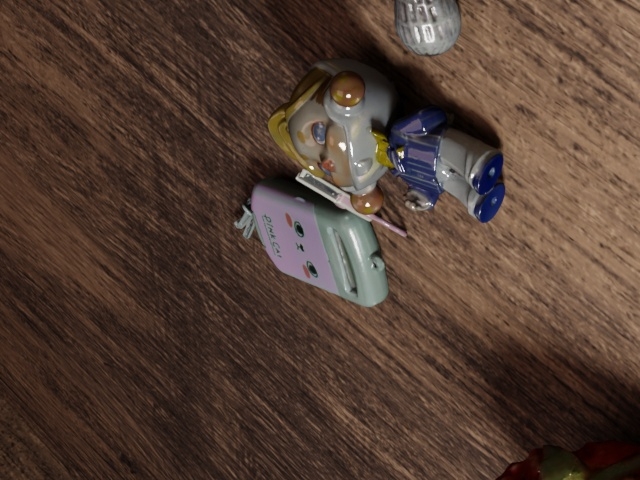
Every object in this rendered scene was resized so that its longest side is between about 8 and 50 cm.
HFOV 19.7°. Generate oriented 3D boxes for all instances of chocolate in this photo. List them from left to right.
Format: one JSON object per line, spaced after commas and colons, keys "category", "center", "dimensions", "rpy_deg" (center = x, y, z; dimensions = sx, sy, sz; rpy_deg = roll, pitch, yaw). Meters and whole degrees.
{"category": "chocolate", "center": [0.097, -0.258, 1.825], "dimensions": [0.072, 0.072, 0.167], "rpy_deg": [26, 142, 47]}

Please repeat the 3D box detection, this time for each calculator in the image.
{"category": "calculator", "center": [0.000, 0.000, 2.297], "dimensions": [0.246, 0.045, 0.141], "rpy_deg": [22, 137, 49]}

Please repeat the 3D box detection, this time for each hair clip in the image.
{"category": "hair clip", "center": [-0.097, -0.033, 2.435], "dimensions": [0.030, 0.039, 0.115], "rpy_deg": [58, 156, 13]}

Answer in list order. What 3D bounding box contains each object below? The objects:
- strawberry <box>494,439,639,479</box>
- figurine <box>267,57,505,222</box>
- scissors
{"category": "strawberry", "center": [0.341, 0.376, 1.926], "dimensions": [0.317, 0.295, 0.345], "rpy_deg": [-8, 146, 44]}
{"category": "figurine", "center": [0.074, -0.115, 1.970], "dimensions": [0.274, 0.133, 0.194], "rpy_deg": [7, 137, 46]}
{"category": "scissors", "center": [0.030, -0.046, 2.118], "dimensions": [0.085, 0.022, 0.176], "rpy_deg": [32, -177, 43]}
